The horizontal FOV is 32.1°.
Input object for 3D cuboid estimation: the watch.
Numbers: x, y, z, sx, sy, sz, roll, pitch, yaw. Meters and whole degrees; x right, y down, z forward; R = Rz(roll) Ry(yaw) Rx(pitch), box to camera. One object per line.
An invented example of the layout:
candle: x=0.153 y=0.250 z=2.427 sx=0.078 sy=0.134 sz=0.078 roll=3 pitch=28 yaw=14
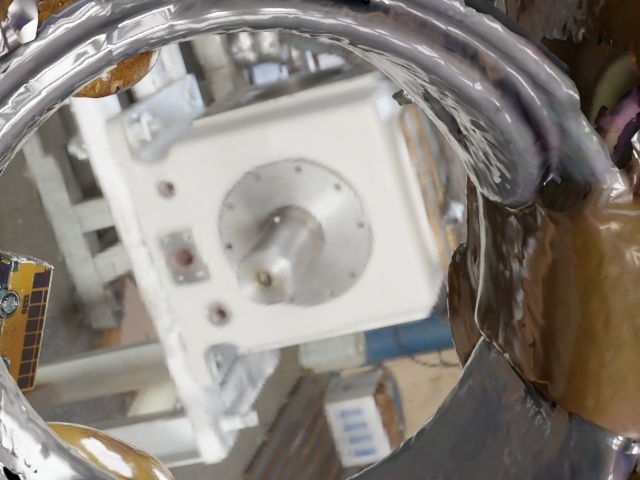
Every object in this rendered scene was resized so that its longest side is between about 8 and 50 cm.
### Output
watch: x=0.000 y=0.000 z=0.440 sx=0.314 sy=0.327 sz=0.335 roll=-128 pitch=-147 yaw=-71

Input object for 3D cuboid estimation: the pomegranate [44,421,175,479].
pomegranate: x=-0.309 y=0.395 z=1.173 sx=0.416 sy=0.417 sz=0.416 roll=-13 pitch=90 yaw=-74

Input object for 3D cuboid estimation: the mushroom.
mushroom: x=-0.296 y=-0.285 z=1.381 sx=0.231 sy=0.194 sz=0.138 roll=40 pitch=-9 yaw=27

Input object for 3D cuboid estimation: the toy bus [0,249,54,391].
toy bus: x=-0.446 y=0.110 z=1.562 sx=0.114 sy=0.098 sz=0.201 roll=-2 pitch=105 yaw=-62

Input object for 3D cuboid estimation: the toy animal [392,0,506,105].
toy animal: x=0.180 y=-0.234 z=1.298 sx=0.114 sy=0.245 sz=0.146 roll=44 pitch=45 yaw=-30
